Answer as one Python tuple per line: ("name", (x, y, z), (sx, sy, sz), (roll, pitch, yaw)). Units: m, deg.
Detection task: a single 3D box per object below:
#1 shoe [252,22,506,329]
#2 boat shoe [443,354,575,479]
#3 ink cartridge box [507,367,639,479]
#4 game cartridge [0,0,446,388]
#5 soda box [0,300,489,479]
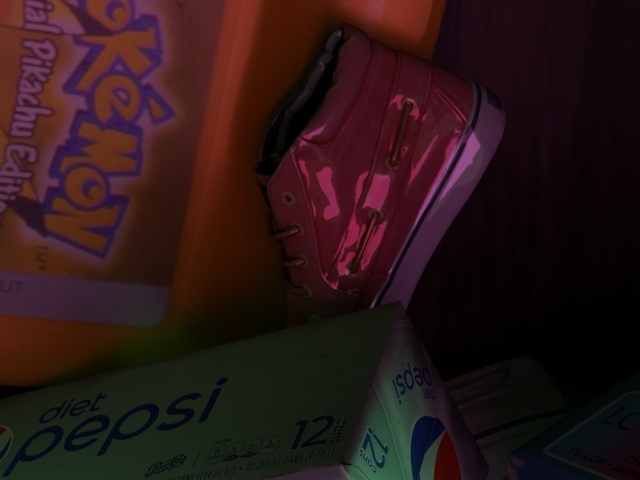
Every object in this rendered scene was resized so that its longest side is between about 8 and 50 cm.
("shoe", (0.000, 0.000, 0.619), (0.081, 0.063, 0.178), (25, 100, -19))
("boat shoe", (0.019, 0.118, 0.709), (0.226, 0.076, 0.083), (-14, 141, -15))
("ink cartridge box", (0.288, 0.139, 0.690), (0.395, 0.151, 0.270), (-27, 118, -32))
("game cartridge", (-0.114, -0.069, 0.613), (0.323, 0.053, 0.285), (7, 109, -15))
("soda box", (-0.083, 0.115, 0.601), (0.286, 0.098, 0.091), (-16, 118, 26))
